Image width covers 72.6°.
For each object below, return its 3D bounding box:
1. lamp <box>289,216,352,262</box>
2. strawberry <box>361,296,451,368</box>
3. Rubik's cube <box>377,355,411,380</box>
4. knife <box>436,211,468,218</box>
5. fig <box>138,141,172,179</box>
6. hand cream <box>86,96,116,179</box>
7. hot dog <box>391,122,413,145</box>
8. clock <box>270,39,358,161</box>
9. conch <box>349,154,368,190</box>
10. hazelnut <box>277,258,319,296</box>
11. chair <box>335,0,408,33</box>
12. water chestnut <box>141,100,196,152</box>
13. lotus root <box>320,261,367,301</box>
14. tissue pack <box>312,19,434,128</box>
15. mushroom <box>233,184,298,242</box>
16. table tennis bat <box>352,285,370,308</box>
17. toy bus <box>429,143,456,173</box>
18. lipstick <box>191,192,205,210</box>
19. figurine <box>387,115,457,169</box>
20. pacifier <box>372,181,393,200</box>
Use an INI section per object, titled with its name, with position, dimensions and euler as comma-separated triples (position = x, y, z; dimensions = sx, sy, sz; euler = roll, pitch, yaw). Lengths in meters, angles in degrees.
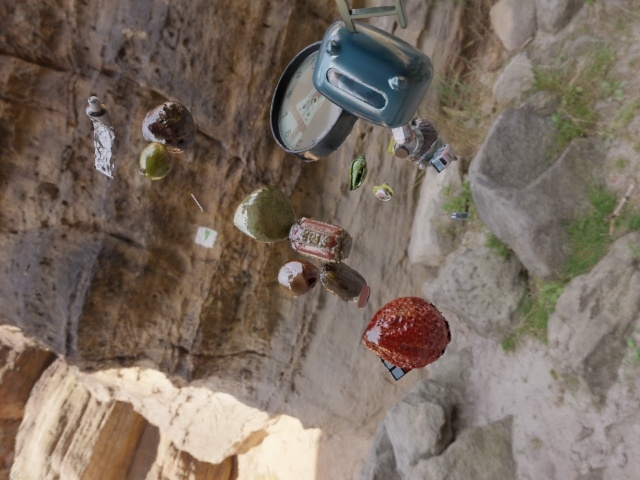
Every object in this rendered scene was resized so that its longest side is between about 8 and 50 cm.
[lamp]
position = 0.000, 0.000, 1.903
dimensions = 0.177, 0.273, 0.177
euler = 17, -90, -71
[strawberry]
position = 0.278, 0.315, 1.462
dimensions = 0.238, 0.288, 0.250
euler = 36, 109, 49
[Rubik's cube]
position = 0.344, 0.504, 1.917
dimensions = 0.160, 0.163, 0.162
euler = -37, -13, -3
[knife]
position = 0.557, -0.106, 1.818
dimensions = 0.058, 0.244, 0.032
euler = 6, 94, 38
[fig]
position = -0.641, -0.309, 1.701
dimensions = 0.136, 0.120, 0.153
euler = 109, 156, -48
[hand cream]
position = -0.607, -0.285, 1.206
dimensions = 0.050, 0.084, 0.257
euler = -54, -12, -42
[hot dog]
position = 0.350, -0.511, 1.922
dimensions = 0.059, 0.191, 0.108
euler = -28, 15, -34
[clock]
position = -0.020, -0.453, 1.416
dimensions = 0.385, 0.076, 0.387
euler = -11, 74, 43
[conch]
position = 0.190, -0.345, 2.159
dimensions = 0.094, 0.079, 0.201
euler = -16, 62, 38
[hazelnut]
position = -0.077, 0.135, 1.582
dimensions = 0.153, 0.143, 0.143
euler = -16, 38, 23
[chair]
position = 0.090, -0.545, 0.843
dimensions = 0.270, 0.147, 0.137
euler = 31, -114, -67
[water chestnut]
position = -0.646, -0.472, 1.873
dimensions = 0.238, 0.223, 0.224
euler = -38, 31, 56
[lotus root]
position = 0.135, 0.195, 2.020
dimensions = 0.078, 0.329, 0.167
euler = -2, 67, 45
[tissue pack]
position = 0.123, -0.410, 1.083
dimensions = 0.206, 0.287, 0.198
euler = -50, -10, -48
[mushroom]
position = -0.207, -0.120, 1.971
dimensions = 0.291, 0.217, 0.212
euler = -12, -53, -53
[table tennis bat]
position = 0.153, 0.216, 1.635
dimensions = 0.156, 0.013, 0.087
euler = 142, 145, -69
[toy bus]
position = 0.467, -0.316, 1.644
dimensions = 0.075, 0.060, 0.123
euler = -36, 12, 44
[lipstick]
position = -0.582, -0.184, 2.076
dimensions = 0.018, 0.094, 0.019
euler = -33, 4, 3
[figurine]
position = 0.576, -0.515, 2.336
dimensions = 0.361, 0.376, 0.267
euler = -78, 5, -62
[pacifier]
position = 0.235, -0.183, 1.585
dimensions = 0.083, 0.068, 0.064
euler = -12, 39, 47
